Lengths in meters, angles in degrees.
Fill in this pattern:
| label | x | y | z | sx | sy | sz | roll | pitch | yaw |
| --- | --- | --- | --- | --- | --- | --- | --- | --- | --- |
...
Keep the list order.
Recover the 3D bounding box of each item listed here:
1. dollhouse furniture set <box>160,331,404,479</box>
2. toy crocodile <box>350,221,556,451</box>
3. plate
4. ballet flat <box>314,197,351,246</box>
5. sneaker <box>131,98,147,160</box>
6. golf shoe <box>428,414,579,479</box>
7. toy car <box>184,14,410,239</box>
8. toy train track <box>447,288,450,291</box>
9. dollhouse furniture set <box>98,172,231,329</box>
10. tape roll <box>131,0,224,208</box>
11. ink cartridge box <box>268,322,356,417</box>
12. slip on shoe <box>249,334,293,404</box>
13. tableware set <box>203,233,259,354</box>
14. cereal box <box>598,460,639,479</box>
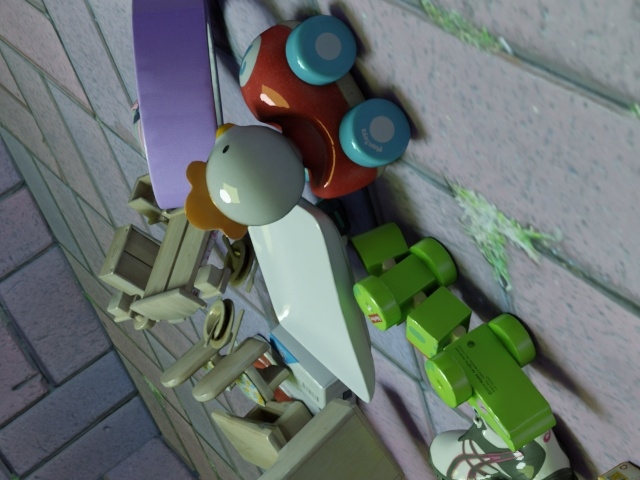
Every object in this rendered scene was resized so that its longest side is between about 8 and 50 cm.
| label | x | y | z | sx | sy | sz | roll | pitch | yaw |
| --- | --- | --- | --- | --- | --- | --- | --- | --- | --- |
| dollhouse furniture set | -0.088 | 0.380 | 2.086 | 0.362 | 0.256 | 0.394 | 56 | 158 | -20 |
| toy crocodile | 0.145 | 0.106 | 1.490 | 0.340 | 0.115 | 0.105 | 48 | 162 | 26 |
| plate | -0.016 | 0.040 | 1.637 | 0.277 | 0.045 | 0.278 | 36 | 146 | 56 |
| ballet flat | 0.000 | 0.000 | 1.737 | 0.074 | 0.074 | 0.203 | 52 | 160 | 6 |
| sneaker | -0.250 | -0.192 | 1.940 | 0.131 | 0.112 | 0.319 | 45 | 159 | 18 |
| golf shoe | 0.228 | 0.261 | 1.627 | 0.273 | 0.105 | 0.120 | 2 | 111 | 61 |
| toy car | -0.063 | -0.108 | 1.418 | 0.210 | 0.238 | 0.219 | 57 | 162 | -8 |
| toy train track | 0.150 | 0.076 | 1.583 | 0.048 | 0.014 | 0.083 | 26 | 148 | 56 |
| dollhouse furniture set | -0.193 | 0.015 | 2.151 | 0.174 | 0.303 | 0.355 | 34 | 148 | -32 |
| tape roll | -0.173 | -0.180 | 1.591 | 0.275 | 0.090 | 0.275 | 174 | 90 | -89 |
| ink cartridge box | -0.011 | 0.221 | 2.138 | 0.139 | 0.082 | 0.191 | 44 | 161 | 23 |
| slip on shoe | -0.063 | 0.337 | 2.455 | 0.331 | 0.101 | 0.123 | 51 | 160 | 6 |
| tableware set | -0.161 | 0.085 | 2.131 | 0.039 | 0.194 | 0.128 | 17 | 180 | -26 |
| cereal box | 0.401 | 0.361 | 1.355 | 0.240 | 0.047 | 0.173 | 35 | 148 | 62 |
